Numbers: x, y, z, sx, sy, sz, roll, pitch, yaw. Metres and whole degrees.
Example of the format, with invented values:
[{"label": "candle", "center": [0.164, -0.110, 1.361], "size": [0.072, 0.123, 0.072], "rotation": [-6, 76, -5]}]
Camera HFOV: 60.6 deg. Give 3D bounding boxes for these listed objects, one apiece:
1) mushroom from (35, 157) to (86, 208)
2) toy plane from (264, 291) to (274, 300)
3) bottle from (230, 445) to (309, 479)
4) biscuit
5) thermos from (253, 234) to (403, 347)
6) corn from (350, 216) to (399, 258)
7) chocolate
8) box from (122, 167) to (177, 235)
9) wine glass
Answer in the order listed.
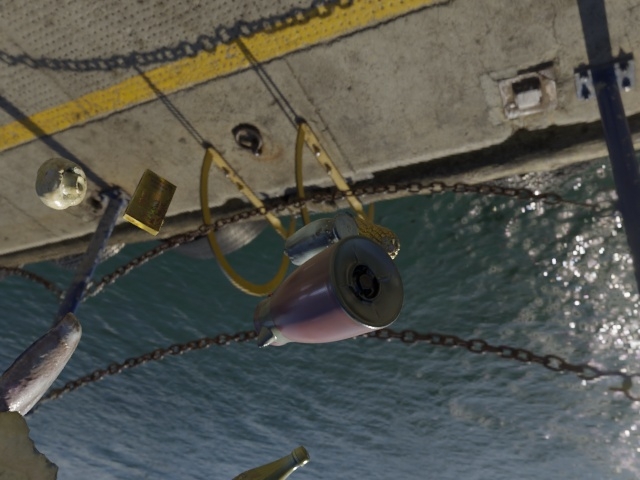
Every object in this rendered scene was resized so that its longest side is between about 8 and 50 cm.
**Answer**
[{"label": "mushroom", "center": [-0.691, -0.153, 1.462], "size": [0.112, 0.147, 0.148], "rotation": [2, 145, 6]}, {"label": "toy plane", "center": [-0.086, 0.175, 1.338], "size": [0.062, 0.135, 0.188], "rotation": [25, -179, -28]}, {"label": "bottle", "center": [-0.141, 0.545, 1.217], "size": [0.270, 0.083, 0.083], "rotation": [-34, 136, 1]}, {"label": "biscuit", "center": [-0.441, 0.342, 0.738], "size": [0.188, 0.265, 0.040], "rotation": [19, 120, -31]}, {"label": "thermos", "center": [0.000, 0.097, 0.912], "size": [0.146, 0.176, 0.265], "rotation": [51, 138, -8]}, {"label": "corn", "center": [0.130, -0.007, 1.575], "size": [0.106, 0.106, 0.293], "rotation": [27, -179, -23]}, {"label": "chocolate", "center": [-0.647, 0.297, 1.222], "size": [0.100, 0.303, 0.185], "rotation": [41, 153, -10]}, {"label": "box", "center": [-0.402, -0.093, 1.297], "size": [0.089, 0.156, 0.022], "rotation": [33, 133, -24]}, {"label": "wine glass", "center": [0.000, 0.000, 1.484], "size": [0.205, 0.111, 0.111], "rotation": [-22, 135, 37]}]
